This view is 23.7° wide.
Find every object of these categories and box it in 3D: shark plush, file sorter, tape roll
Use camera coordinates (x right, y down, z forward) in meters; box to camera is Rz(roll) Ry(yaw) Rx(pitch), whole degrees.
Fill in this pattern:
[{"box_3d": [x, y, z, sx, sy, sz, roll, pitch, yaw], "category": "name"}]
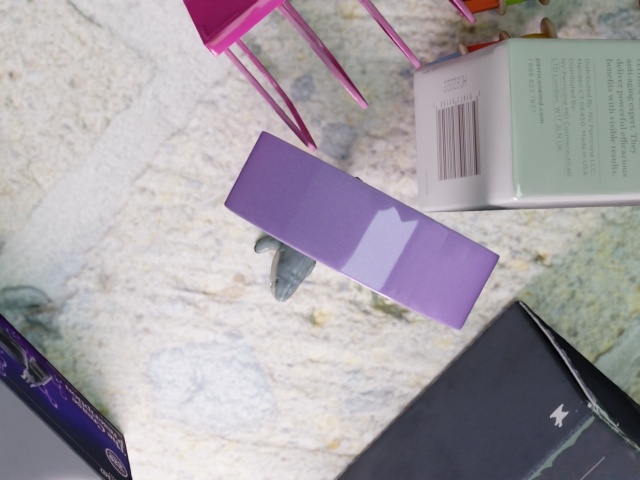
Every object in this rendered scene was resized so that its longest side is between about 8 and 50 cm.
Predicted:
[{"box_3d": [0.000, 0.000, 1.723, 0.161, 0.067, 0.073, -40, 113, 6], "category": "shark plush"}, {"box_3d": [0.032, -0.262, 1.554, 0.291, 0.202, 0.182, -39, 118, 7], "category": "file sorter"}, {"box_3d": [0.042, -0.010, 1.553, 0.275, 0.275, 0.090, 27, 92, -20], "category": "tape roll"}]

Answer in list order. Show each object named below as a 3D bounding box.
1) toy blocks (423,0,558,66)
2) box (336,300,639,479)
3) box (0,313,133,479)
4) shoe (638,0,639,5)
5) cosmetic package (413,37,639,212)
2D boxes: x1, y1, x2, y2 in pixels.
[{"box_3d": [0.180, -0.233, 1.672, 0.148, 0.054, 0.123, -17, 115, -4], "category": "toy blocks"}, {"box_3d": [0.265, 0.423, 1.822, 0.472, 0.297, 0.480, 40, 100, -24], "category": "box"}, {"box_3d": [-0.326, 0.204, 1.678, 0.103, 0.184, 0.261, -38, 114, 6], "category": "box"}, {"box_3d": [0.371, -0.340, 1.663, 0.076, 0.058, 0.219, -19, 114, -3], "category": "shoe"}, {"box_3d": [0.349, -0.118, 1.601, 0.453, 0.230, 0.161, -2, 89, -21], "category": "cosmetic package"}]
